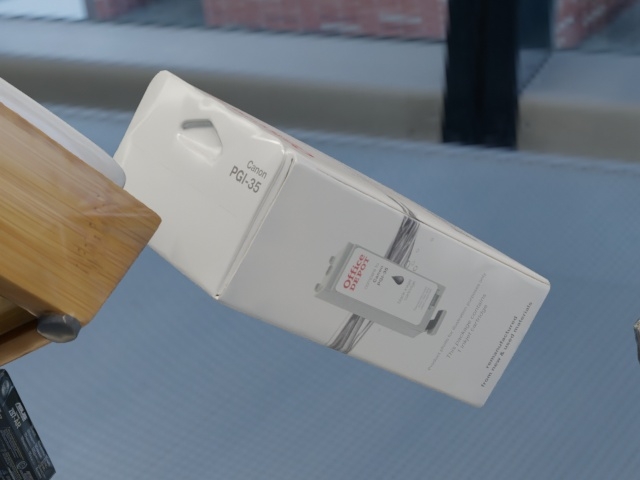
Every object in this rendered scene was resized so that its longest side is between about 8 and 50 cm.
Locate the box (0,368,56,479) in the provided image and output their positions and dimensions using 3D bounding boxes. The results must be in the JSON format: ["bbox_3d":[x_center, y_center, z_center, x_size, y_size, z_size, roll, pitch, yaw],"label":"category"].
[{"bbox_3d":[-0.215,0.122,0.980,0.067,0.083,0.018,-7,28,28],"label":"box"}]

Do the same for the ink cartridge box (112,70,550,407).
[{"bbox_3d":[0.000,0.000,1.154,0.283,0.117,0.207,25,6,-39],"label":"ink cartridge box"}]

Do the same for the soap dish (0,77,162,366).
[{"bbox_3d":[-0.275,0.004,0.881,0.290,0.229,0.118,-25,46,32],"label":"soap dish"}]

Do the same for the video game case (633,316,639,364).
[{"bbox_3d":[0.258,0.078,0.599,0.196,0.274,0.026,-15,55,23],"label":"video game case"}]
